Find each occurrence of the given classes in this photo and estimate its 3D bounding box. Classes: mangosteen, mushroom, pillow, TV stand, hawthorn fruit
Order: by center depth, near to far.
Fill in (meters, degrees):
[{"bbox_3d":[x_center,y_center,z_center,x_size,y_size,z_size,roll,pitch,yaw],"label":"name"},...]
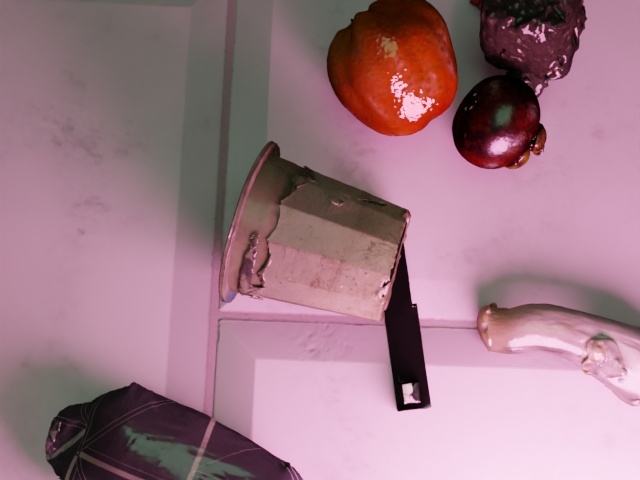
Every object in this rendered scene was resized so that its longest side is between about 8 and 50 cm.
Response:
[{"bbox_3d":[-0.179,0.290,1.115,0.335,0.092,0.161,25,82,4],"label":"pillow"},{"bbox_3d":[0.340,0.138,1.172,0.278,0.096,0.099,18,48,1],"label":"mushroom"},{"bbox_3d":[0.106,0.095,1.190,0.040,0.049,0.256,-6,79,-3],"label":"TV stand"},{"bbox_3d":[0.099,-0.231,1.198,0.189,0.189,0.189,0,78,-2],"label":"hawthorn fruit"},{"bbox_3d":[0.250,-0.153,1.218,0.140,0.140,0.140,0,78,-2],"label":"mangosteen"}]

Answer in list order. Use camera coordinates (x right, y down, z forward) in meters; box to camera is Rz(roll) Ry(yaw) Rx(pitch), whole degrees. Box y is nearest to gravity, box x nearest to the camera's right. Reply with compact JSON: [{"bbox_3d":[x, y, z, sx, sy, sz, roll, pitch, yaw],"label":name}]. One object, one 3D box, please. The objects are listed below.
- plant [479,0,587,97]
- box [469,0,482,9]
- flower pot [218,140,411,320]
[{"bbox_3d":[0.285,-0.282,1.208,0.131,0.203,0.142,16,86,16],"label":"plant"},{"bbox_3d":[0.295,-0.428,1.305,0.039,0.055,0.218,35,80,3],"label":"box"},{"bbox_3d":[0.000,0.000,1.110,0.202,0.212,0.212,14,78,8],"label":"flower pot"}]
